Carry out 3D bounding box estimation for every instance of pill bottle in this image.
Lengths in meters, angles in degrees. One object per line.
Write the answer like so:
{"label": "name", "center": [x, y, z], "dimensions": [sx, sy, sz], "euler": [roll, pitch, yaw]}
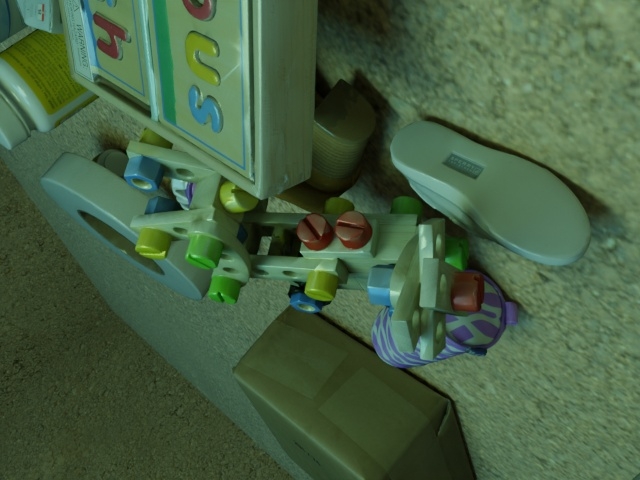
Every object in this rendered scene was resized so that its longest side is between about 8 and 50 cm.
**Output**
{"label": "pill bottle", "center": [-0.370, -0.224, 1.010], "dimensions": [0.119, 0.208, 0.119], "euler": [39, 157, 20]}
{"label": "pill bottle", "center": [-0.401, -0.141, 1.420], "dimensions": [0.065, 0.065, 0.116], "euler": [54, 158, -16]}

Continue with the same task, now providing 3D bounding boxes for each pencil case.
{"label": "pencil case", "center": [0.123, 0.087, 0.785], "dimensions": [0.206, 0.088, 0.086], "euler": [140, 129, -69]}

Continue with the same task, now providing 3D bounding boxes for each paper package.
{"label": "paper package", "center": [0.058, 0.305, 1.172], "dimensions": [0.324, 0.168, 0.309], "euler": [28, 153, 40]}

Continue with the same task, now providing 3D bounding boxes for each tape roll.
{"label": "tape roll", "center": [-0.369, -0.021, 1.450], "dimensions": [0.392, 0.072, 0.392], "euler": [33, 164, 11]}

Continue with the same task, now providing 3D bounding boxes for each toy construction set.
{"label": "toy construction set", "center": [0.000, 0.000, 0.646], "dimensions": [0.327, 0.151, 0.215], "euler": [17, 161, 29]}

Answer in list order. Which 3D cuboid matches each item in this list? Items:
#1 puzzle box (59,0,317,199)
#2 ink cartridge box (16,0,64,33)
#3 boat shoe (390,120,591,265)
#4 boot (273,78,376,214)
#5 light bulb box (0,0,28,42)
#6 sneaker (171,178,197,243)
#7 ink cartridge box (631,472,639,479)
{"label": "puzzle box", "center": [-0.108, -0.255, 0.493], "dimensions": [0.272, 0.052, 0.409], "euler": [32, 136, 34]}
{"label": "ink cartridge box", "center": [-0.272, -0.261, 0.848], "dimensions": [0.179, 0.145, 0.045], "euler": [21, 114, 48]}
{"label": "boat shoe", "center": [0.131, -0.030, 0.586], "dimensions": [0.184, 0.066, 0.063], "euler": [30, 167, 34]}
{"label": "boot", "center": [-0.082, -0.148, 0.729], "dimensions": [0.295, 0.104, 0.211], "euler": [43, 158, 0]}
{"label": "light bulb box", "center": [-0.534, -0.367, 0.863], "dimensions": [0.225, 0.361, 0.358], "euler": [46, 160, 6]}
{"label": "sneaker", "center": [-0.136, -0.022, 1.087], "dimensions": [0.104, 0.095, 0.236], "euler": [27, 151, 28]}
{"label": "ink cartridge box", "center": [0.413, 0.222, 0.500], "dimensions": [0.308, 0.091, 0.385], "euler": [40, 141, 21]}
